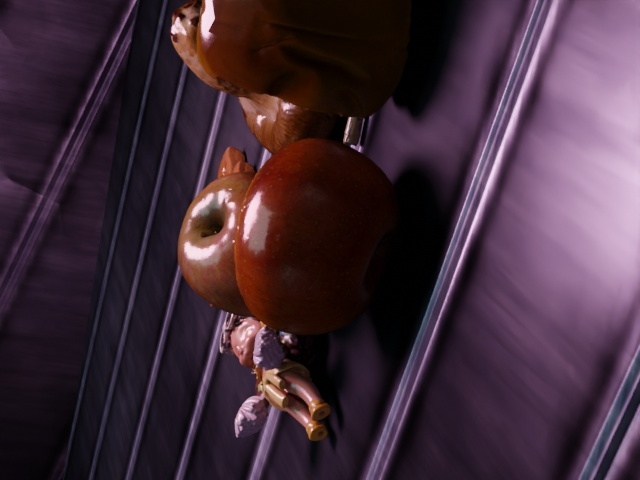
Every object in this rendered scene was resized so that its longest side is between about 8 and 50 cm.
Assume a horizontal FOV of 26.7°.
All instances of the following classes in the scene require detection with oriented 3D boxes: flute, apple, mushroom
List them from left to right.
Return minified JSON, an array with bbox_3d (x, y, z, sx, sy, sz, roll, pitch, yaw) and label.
[{"bbox_3d":[-0.089,0.009,1.788,0.188,0.174,0.188,-21,51,29],"label":"apple"},{"bbox_3d":[-0.071,-0.247,1.921,0.267,0.255,0.267,13,-90,-82],"label":"mushroom"},{"bbox_3d":[0.000,0.000,1.605,0.210,0.173,0.234,-49,-34,-52],"label":"apple"},{"bbox_3d":[0.063,-0.235,1.755,0.027,0.027,0.233,-131,50,-66],"label":"flute"}]

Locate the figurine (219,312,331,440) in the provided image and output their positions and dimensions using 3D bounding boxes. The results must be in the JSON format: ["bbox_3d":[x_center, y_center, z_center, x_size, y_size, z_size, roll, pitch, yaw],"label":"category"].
[{"bbox_3d":[-0.058,0.177,1.833,0.240,0.116,0.174,-118,36,-55],"label":"figurine"}]

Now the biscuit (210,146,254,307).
[{"bbox_3d":[-0.147,-0.022,2.294,0.306,0.043,0.283,-177,93,-72],"label":"biscuit"}]

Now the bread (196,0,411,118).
[{"bbox_3d":[-0.013,-0.294,1.636,0.225,0.279,0.250,-53,-24,-66],"label":"bread"}]
